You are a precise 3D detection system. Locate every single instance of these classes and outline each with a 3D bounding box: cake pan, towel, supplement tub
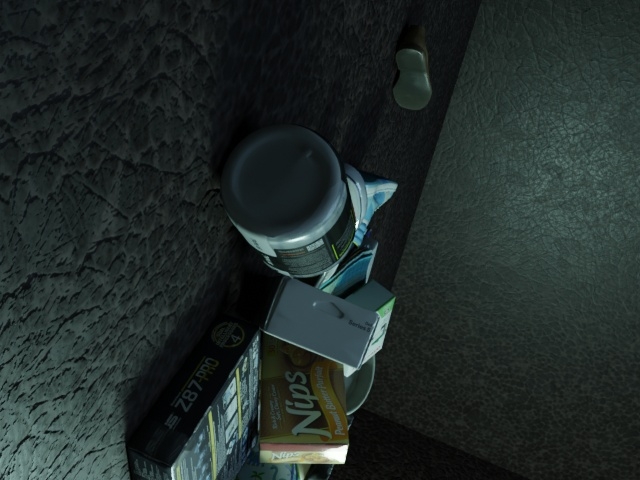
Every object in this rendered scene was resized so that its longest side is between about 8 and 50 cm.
[{"bbox_3d":[0.048,0.352,2.117,0.293,0.054,0.293,6,82,-48],"label":"cake pan"},{"bbox_3d":[-0.004,0.194,1.907,0.370,0.040,0.271,-36,149,-35],"label":"towel"},{"bbox_3d":[-0.041,-0.049,1.237,0.316,0.194,0.193,67,45,-72],"label":"supplement tub"}]

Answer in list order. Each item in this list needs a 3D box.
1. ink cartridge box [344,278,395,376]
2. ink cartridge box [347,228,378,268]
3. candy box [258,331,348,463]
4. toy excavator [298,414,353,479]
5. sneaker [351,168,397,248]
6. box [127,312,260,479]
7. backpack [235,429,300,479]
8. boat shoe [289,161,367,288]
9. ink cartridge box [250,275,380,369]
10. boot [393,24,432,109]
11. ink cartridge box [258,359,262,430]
[{"bbox_3d":[0.104,0.238,1.991,0.160,0.093,0.219,-33,146,-36],"label":"ink cartridge box"},{"bbox_3d":[0.118,0.162,2.584,0.330,0.071,0.324,-45,153,-59],"label":"ink cartridge box"},{"bbox_3d":[-0.040,0.326,1.619,0.087,0.183,0.316,95,-5,-45],"label":"candy box"},{"bbox_3d":[-0.096,0.691,2.255,0.445,0.222,0.433,104,12,-68],"label":"toy excavator"},{"bbox_3d":[0.099,-0.079,1.976,0.319,0.127,0.208,-11,119,-65],"label":"sneaker"},{"bbox_3d":[-0.219,0.379,1.385,0.395,0.097,0.318,96,17,-44],"label":"box"},{"bbox_3d":[-0.162,0.591,1.606,0.355,0.290,0.273,-63,153,-58],"label":"backpack"},{"bbox_3d":[-0.008,-0.003,1.653,0.156,0.136,0.367,-53,170,-44],"label":"boat shoe"},{"bbox_3d":[-0.019,0.156,1.466,0.273,0.198,0.114,163,-51,-80],"label":"ink cartridge box"},{"bbox_3d":[0.271,-0.488,2.111,0.305,0.112,0.115,79,23,-64],"label":"boot"},{"bbox_3d":[-0.143,0.375,1.760,0.150,0.063,0.109,-64,155,-22],"label":"ink cartridge box"}]
